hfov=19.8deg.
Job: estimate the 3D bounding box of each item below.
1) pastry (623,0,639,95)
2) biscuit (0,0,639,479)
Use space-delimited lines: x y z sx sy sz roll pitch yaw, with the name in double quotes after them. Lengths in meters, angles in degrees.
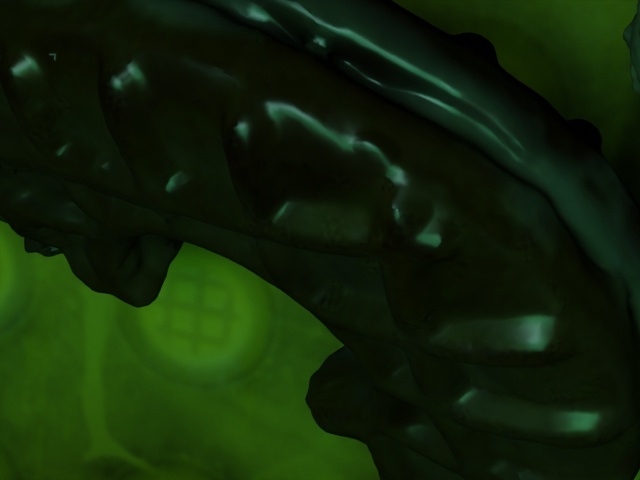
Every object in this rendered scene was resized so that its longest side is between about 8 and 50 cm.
0.272 -0.085 0.721 0.329 0.136 0.330 5 110 13 "pastry"
-0.003 -0.011 0.775 0.366 0.115 0.268 32 155 -3 "biscuit"
